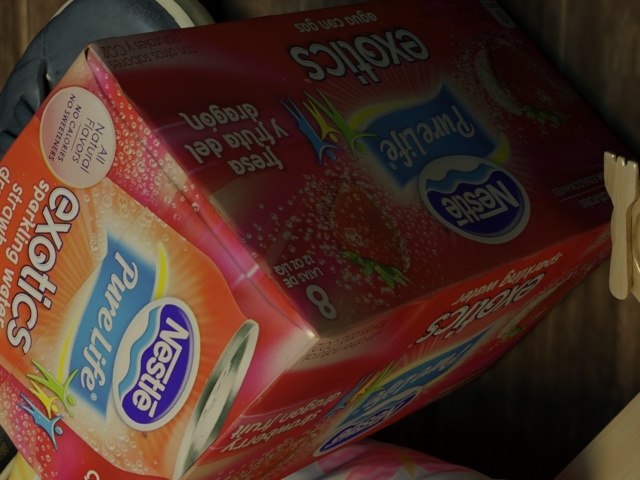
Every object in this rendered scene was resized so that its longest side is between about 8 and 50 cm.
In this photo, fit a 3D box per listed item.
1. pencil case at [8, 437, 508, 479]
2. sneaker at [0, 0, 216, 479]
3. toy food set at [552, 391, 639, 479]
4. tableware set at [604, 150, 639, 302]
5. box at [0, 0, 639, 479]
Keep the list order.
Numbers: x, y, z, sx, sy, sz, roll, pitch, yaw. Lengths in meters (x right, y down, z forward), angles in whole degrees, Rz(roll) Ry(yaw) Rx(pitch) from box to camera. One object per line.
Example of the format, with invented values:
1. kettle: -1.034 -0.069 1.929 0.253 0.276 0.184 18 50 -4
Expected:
1. pencil case: -0.020 0.127 0.745 0.273 0.124 0.113 10 102 49
2. sneaker: -0.163 0.030 0.838 0.131 0.148 0.350 43 121 17
3. toy food set: 0.199 0.134 0.641 0.306 0.092 0.219 -54 44 34
4. tableware set: 0.156 0.005 0.575 0.169 0.020 0.141 40 141 30
5. box: 0.000 0.000 0.658 0.122 0.257 0.128 52 123 14
